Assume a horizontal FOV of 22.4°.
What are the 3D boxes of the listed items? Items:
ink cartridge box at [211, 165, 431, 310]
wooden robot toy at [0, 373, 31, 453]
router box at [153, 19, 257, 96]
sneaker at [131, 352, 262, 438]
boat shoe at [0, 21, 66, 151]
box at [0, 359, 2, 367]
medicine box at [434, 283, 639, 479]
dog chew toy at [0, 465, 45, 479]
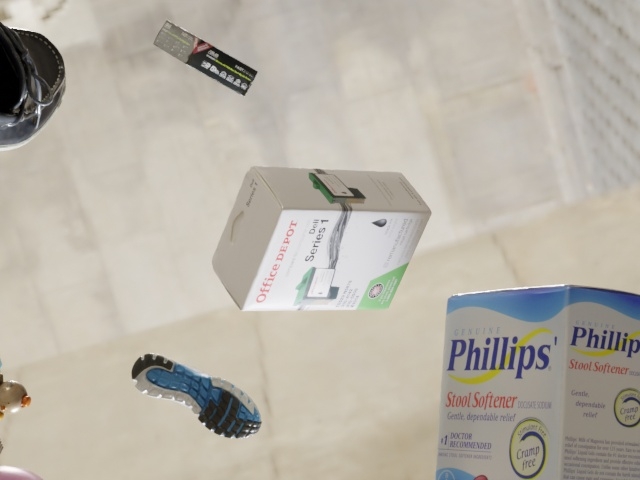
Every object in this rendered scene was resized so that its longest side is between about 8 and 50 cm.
[{"bbox_3d":[0.000,0.000,1.955,0.092,0.219,0.160,54,133,42],"label":"ink cartridge box"},{"bbox_3d":[-0.349,0.177,1.719,0.076,0.079,0.173,-62,-23,-57],"label":"wooden robot toy"},{"bbox_3d":[-0.145,-0.230,2.029,0.092,0.038,0.122,28,-175,-33],"label":"router box"},{"bbox_3d":[-0.158,0.205,2.184,0.071,0.191,0.083,-63,-15,3],"label":"sneaker"},{"bbox_3d":[-0.458,-0.222,2.187,0.187,0.156,0.500,57,-159,1],"label":"boat shoe"},{"bbox_3d":[-0.495,0.189,2.109,0.244,0.100,0.060,-81,-22,-74],"label":"box"},{"bbox_3d":[0.279,0.211,2.024,0.263,0.149,0.289,-10,75,60],"label":"medicine box"},{"bbox_3d":[-0.507,0.369,2.164,0.206,0.332,0.206,-64,2,4],"label":"dog chew toy"}]
